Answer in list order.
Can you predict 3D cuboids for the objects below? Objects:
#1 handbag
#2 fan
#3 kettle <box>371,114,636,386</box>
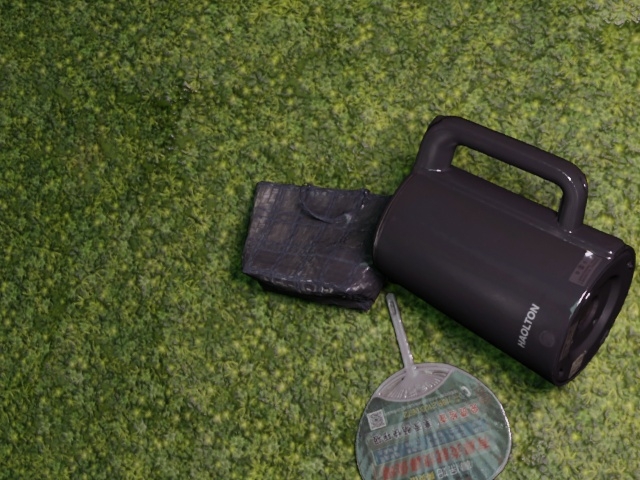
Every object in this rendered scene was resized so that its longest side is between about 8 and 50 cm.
[{"bbox_3d":[0.000,0.000,2.061,0.270,0.088,0.175,10,75,28],"label":"handbag"},{"bbox_3d":[0.123,0.250,2.006,0.223,0.012,0.294,-48,68,8],"label":"fan"},{"bbox_3d":[0.234,0.016,1.876,0.308,0.262,0.203,30,65,25],"label":"kettle"}]
